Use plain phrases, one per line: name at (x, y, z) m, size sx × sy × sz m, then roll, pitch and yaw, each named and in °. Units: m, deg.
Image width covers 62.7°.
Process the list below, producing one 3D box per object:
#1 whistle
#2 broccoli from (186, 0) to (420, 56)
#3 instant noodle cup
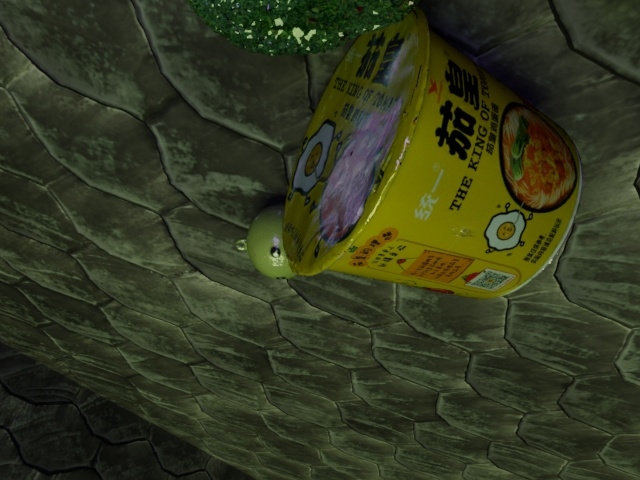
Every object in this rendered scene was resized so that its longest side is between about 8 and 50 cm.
whistle at (-0.003, 0.007, 0.911) m, size 0.294 × 0.141 × 0.141 m, roll 3°, pitch 140°, yaw 13°
broccoli at (-0.033, -0.306, 0.468) m, size 0.308 × 0.308 × 0.275 m, roll 29°, pitch 115°, yaw -17°
instant noodle cup at (0.131, -0.078, 0.646) m, size 0.254 × 0.325 × 0.325 m, roll 19°, pitch 142°, yaw -21°
